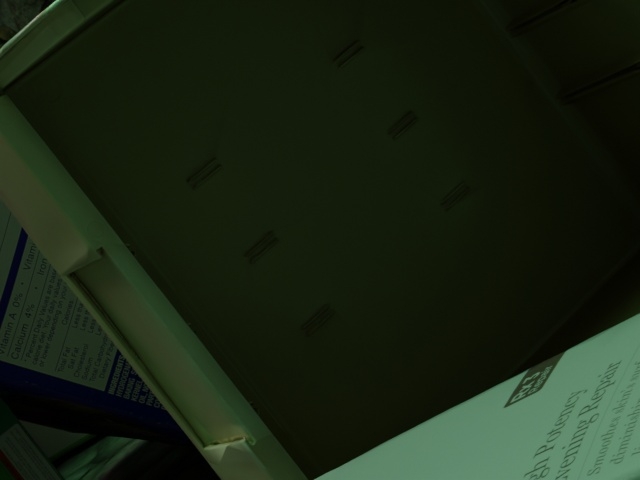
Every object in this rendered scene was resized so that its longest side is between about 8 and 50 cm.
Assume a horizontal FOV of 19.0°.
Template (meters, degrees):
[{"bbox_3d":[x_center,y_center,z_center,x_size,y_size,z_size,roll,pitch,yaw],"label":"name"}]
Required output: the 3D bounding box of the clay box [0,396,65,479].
[{"bbox_3d":[-0.199,0.154,1.118,0.053,0.127,0.222,-40,10,-22],"label":"clay box"}]

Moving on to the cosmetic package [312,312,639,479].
[{"bbox_3d":[0.066,0.096,0.566,0.231,0.085,0.117,-29,11,33],"label":"cosmetic package"}]

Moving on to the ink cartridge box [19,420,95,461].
[{"bbox_3d":[-0.140,0.038,1.509,0.198,0.114,0.273,-32,10,28],"label":"ink cartridge box"}]

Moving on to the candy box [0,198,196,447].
[{"bbox_3d":[-0.218,0.029,1.122,0.268,0.317,0.122,-5,68,58],"label":"candy box"}]

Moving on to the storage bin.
[{"bbox_3d":[0.031,-0.036,0.786,0.260,0.262,0.123,-42,9,-26],"label":"storage bin"}]
